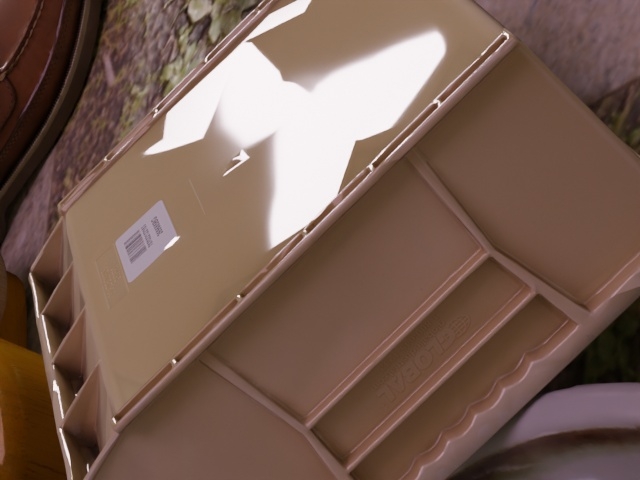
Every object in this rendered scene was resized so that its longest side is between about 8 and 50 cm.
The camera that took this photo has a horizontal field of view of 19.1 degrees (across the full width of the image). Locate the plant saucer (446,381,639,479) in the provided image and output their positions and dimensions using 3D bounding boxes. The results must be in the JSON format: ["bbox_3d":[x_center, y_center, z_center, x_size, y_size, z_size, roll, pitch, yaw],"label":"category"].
[{"bbox_3d":[0.111,0.257,0.720,0.400,0.100,0.401,-26,53,41],"label":"plant saucer"}]

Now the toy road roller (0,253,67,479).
[{"bbox_3d":[-0.221,0.099,1.136,0.240,0.202,0.330,-22,59,28],"label":"toy road roller"}]

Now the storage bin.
[{"bbox_3d":[0.000,0.000,0.866,0.260,0.123,0.262,-45,24,6],"label":"storage bin"}]

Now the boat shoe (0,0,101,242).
[{"bbox_3d":[-0.252,-0.089,1.336,0.110,0.104,0.307,19,87,53],"label":"boat shoe"}]
